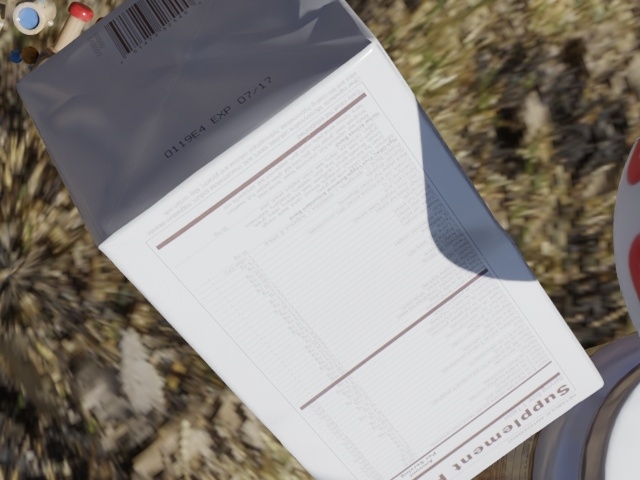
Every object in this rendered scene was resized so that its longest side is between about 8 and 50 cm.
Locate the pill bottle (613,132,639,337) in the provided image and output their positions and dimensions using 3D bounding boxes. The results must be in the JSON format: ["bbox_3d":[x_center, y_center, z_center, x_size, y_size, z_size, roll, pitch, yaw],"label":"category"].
[{"bbox_3d":[0.223,-0.034,0.574,0.161,0.283,0.161,6,70,-17],"label":"pill bottle"}]

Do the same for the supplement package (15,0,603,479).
[{"bbox_3d":[0.000,0.000,0.824,0.139,0.134,0.244,-36,131,2],"label":"supplement package"}]

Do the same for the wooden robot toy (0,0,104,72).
[{"bbox_3d":[-0.213,-0.149,1.477,0.173,0.079,0.076,29,114,1],"label":"wooden robot toy"}]

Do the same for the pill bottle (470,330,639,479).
[{"bbox_3d":[0.245,0.180,1.354,0.224,0.392,0.224,1,81,-7],"label":"pill bottle"}]
